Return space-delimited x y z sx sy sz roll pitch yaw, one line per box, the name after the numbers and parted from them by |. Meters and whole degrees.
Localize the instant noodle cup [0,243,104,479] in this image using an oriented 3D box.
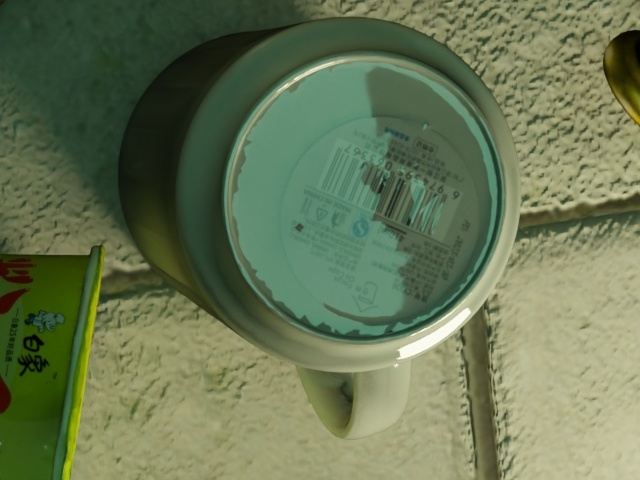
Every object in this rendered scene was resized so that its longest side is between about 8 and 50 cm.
-0.283 0.138 1.346 0.222 0.311 0.311 8 92 -6 | instant noodle cup

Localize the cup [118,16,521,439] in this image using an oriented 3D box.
0.000 0.000 1.381 0.237 0.327 0.322 -17 100 -13 | cup

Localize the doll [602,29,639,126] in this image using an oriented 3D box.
0.416 -0.137 1.568 0.340 0.209 0.318 47 49 -15 | doll

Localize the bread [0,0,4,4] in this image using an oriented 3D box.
-0.287 -0.220 1.380 0.149 0.158 0.143 -38 107 -11 | bread
